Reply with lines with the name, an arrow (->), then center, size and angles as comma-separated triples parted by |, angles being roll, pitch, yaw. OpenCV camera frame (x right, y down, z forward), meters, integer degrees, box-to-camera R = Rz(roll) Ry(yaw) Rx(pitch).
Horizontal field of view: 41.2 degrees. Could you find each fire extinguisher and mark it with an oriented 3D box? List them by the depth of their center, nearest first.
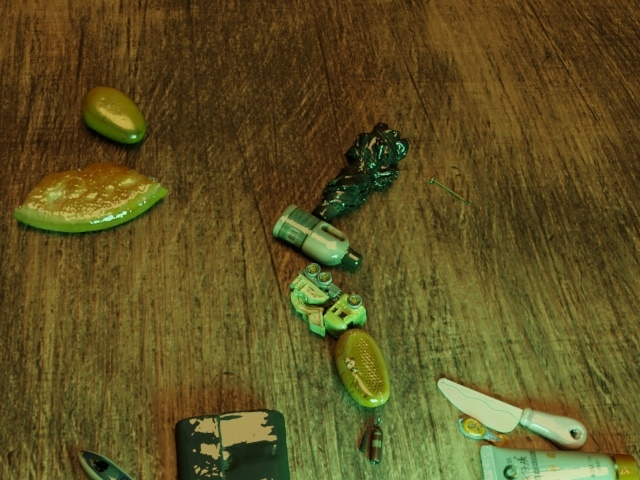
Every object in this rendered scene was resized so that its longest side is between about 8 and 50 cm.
fire extinguisher -> 0.108, 0.420, 1.791 | 0.046, 0.032, 0.100 | -14, 48, 25

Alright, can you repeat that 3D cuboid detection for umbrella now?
umbrella -> 0.094, -0.174, 2.166 | 0.336, 0.154, 0.128 | -38, 26, -31

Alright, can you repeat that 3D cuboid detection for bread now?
bread -> 0.090, 0.283, 1.860 | 0.114, 0.077, 0.189 | 2, 56, -30

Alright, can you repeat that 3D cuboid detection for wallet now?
wallet -> -0.160, 0.528, 1.642 | 0.228, 0.062, 0.406 | -3, 53, -10

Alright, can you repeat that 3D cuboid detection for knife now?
knife -> 0.412, 0.386, 1.863 | 0.335, 0.043, 0.081 | 16, 61, 12

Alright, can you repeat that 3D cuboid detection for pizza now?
pizza -> -0.559, -0.106, 2.064 | 0.365, 0.074, 0.182 | -16, 58, -19

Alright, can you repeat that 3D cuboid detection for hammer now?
hammer -> 0.342, -0.134, 2.254 | 0.123, 0.014, 0.029 | 36, 65, 17

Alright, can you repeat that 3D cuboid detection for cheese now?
cheese -> 0.349, 0.414, 1.833 | 0.111, 0.017, 0.047 | 25, 57, 10

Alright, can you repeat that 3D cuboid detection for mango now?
mango -> -0.537, -0.321, 2.220 | 0.137, 0.098, 0.195 | -34, 71, -32

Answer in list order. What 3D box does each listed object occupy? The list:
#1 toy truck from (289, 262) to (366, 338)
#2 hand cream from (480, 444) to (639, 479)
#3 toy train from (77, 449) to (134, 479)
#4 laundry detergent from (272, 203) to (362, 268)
toy truck -> 0.004, 0.147, 1.945 | 0.191, 0.085, 0.116 | 37, 66, 23
hand cream -> 0.491, 0.484, 1.766 | 0.314, 0.089, 0.140 | -4, 51, -1
toy train -> -0.386, 0.483, 1.654 | 0.252, 0.048, 0.055 | 35, 54, 18
laundry detergent -> 0.000, 0.000, 2.065 | 0.225, 0.070, 0.099 | 29, 53, 15
